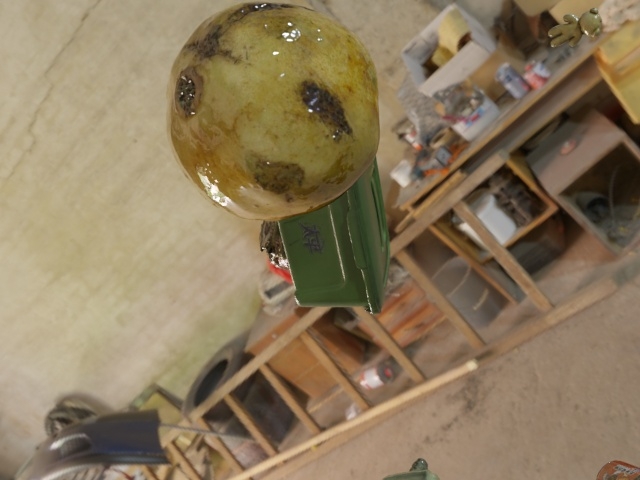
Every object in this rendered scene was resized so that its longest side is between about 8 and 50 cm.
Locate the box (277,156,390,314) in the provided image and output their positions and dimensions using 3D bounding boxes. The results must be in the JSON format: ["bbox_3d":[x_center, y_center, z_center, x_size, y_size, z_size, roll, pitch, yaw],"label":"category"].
[{"bbox_3d":[0.022,-0.048,1.173,0.178,0.328,0.253,-5,24,14],"label":"box"}]

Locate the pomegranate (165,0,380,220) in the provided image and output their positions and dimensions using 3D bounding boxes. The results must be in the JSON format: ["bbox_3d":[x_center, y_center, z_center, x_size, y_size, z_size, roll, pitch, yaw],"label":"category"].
[{"bbox_3d":[-0.057,-0.149,0.757,0.260,0.260,0.260,-44,16,16],"label":"pomegranate"}]

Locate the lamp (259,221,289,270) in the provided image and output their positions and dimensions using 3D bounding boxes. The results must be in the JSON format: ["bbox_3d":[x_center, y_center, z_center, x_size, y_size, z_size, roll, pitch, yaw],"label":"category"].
[{"bbox_3d":[0.000,0.000,1.473,0.177,0.274,0.177,-165,90,-70],"label":"lamp"}]

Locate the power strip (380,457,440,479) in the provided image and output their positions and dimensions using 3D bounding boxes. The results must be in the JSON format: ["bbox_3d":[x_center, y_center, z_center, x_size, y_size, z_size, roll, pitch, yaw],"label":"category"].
[{"bbox_3d":[0.076,0.394,0.737,0.092,0.066,0.387,-18,18,29],"label":"power strip"}]

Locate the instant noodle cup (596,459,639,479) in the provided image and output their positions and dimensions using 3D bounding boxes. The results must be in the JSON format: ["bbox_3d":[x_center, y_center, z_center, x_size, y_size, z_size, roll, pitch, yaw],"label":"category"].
[{"bbox_3d":[0.578,0.463,1.163,0.127,0.127,0.136,-51,9,-6],"label":"instant noodle cup"}]

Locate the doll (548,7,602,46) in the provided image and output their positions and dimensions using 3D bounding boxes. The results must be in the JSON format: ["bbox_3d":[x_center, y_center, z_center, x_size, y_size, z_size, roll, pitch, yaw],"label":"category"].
[{"bbox_3d":[0.476,-0.398,1.201,0.093,0.061,0.051,-13,3,20],"label":"doll"}]
